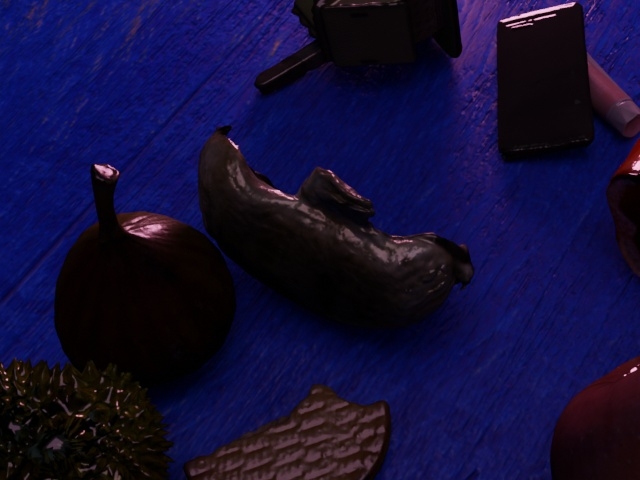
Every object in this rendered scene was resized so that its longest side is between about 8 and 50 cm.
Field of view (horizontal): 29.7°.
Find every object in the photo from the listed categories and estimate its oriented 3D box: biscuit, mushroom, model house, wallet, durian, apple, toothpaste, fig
[{"bbox_3d":[-0.038,0.244,1.366,0.229,0.031,0.176,2,56,10],"label":"biscuit"},{"bbox_3d":[-0.002,0.001,1.401,0.344,0.247,0.130,27,73,1],"label":"mushroom"},{"bbox_3d":[0.026,-0.305,1.625,0.279,0.218,0.205,-29,57,-8],"label":"model house"},{"bbox_3d":[0.299,-0.218,1.623,0.124,0.025,0.244,-9,54,20],"label":"wallet"},{"bbox_3d":[-0.286,0.246,1.287,0.291,0.224,0.291,1,93,15],"label":"durian"},{"bbox_3d":[0.383,0.216,1.195,0.306,0.306,0.235,-29,83,-13],"label":"apple"},{"bbox_3d":[0.362,-0.211,1.625,0.067,0.043,0.194,-28,52,-8],"label":"toothpaste"},{"bbox_3d":[-0.221,0.025,1.358,0.217,0.321,0.217,-6,53,8],"label":"fig"}]

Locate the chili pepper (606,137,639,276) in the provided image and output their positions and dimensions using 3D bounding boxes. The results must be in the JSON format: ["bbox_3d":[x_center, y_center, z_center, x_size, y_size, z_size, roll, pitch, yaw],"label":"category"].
[{"bbox_3d":[0.509,-0.083,1.413,0.251,0.229,0.305,22,60,38],"label":"chili pepper"}]
